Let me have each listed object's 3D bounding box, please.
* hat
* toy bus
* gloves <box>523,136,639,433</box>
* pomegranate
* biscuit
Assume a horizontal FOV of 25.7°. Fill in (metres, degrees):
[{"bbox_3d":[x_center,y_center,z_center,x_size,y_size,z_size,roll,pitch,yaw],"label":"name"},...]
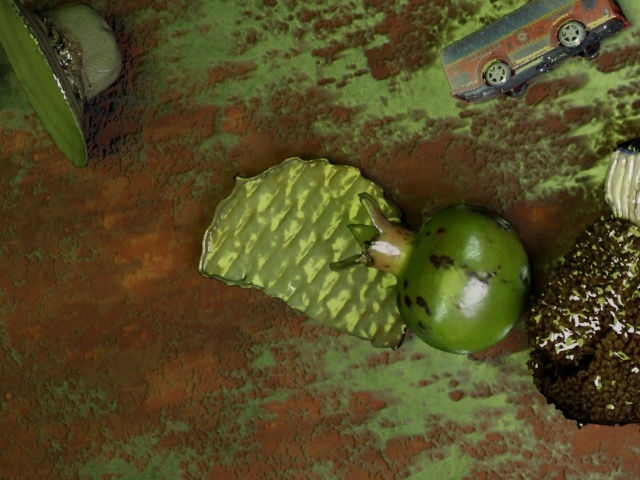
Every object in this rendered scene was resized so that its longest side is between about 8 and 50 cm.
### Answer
[{"bbox_3d":[-0.291,-0.217,1.640,0.110,0.252,0.252,-30,79,-16],"label":"hat"},{"bbox_3d":[0.218,-0.206,1.450,0.192,0.065,0.077,-27,75,23],"label":"toy bus"},{"bbox_3d":[0.314,0.055,1.379,0.210,0.135,0.312,16,106,3],"label":"gloves"},{"bbox_3d":[0.122,0.028,1.462,0.220,0.156,0.156,26,103,23],"label":"pomegranate"},{"bbox_3d":[0.000,0.000,1.573,0.273,0.036,0.187,24,103,21],"label":"biscuit"}]
